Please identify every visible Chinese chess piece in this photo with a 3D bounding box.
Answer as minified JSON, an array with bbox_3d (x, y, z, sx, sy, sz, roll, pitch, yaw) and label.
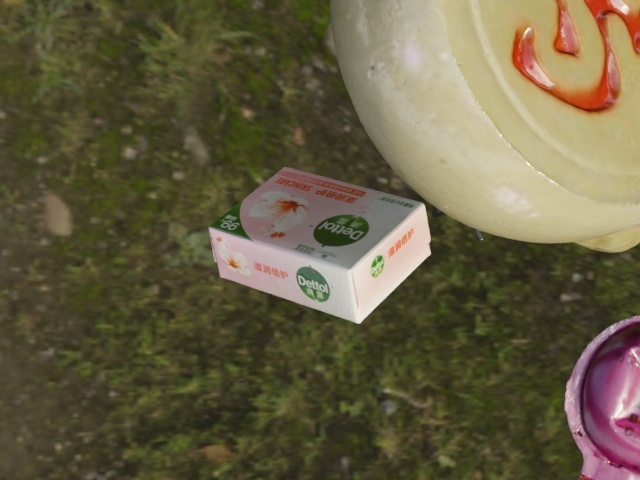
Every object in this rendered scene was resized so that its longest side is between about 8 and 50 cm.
[{"bbox_3d":[0.132,-0.133,0.866,0.102,0.273,0.273,-16,78,55],"label":"Chinese chess piece"}]

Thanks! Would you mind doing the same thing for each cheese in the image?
[{"bbox_3d":[0.273,0.170,1.260,0.155,0.062,0.244,20,90,1],"label":"cheese"}]

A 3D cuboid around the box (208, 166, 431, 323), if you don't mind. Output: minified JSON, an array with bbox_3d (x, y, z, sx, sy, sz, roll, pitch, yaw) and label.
[{"bbox_3d":[0.000,0.000,1.000,0.125,0.089,0.043,16,132,34],"label":"box"}]

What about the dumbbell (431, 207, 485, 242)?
[{"bbox_3d":[0.132,-0.066,1.503,0.069,0.069,0.147,-28,85,22],"label":"dumbbell"}]

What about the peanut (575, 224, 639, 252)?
[{"bbox_3d":[0.193,-0.097,1.209,0.123,0.123,0.257,-37,104,20],"label":"peanut"}]
